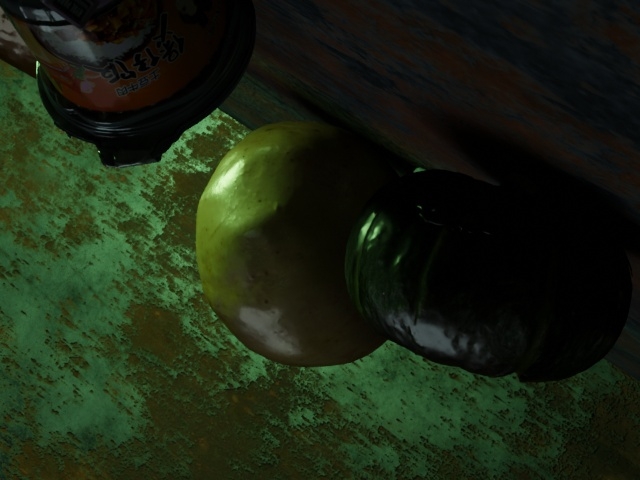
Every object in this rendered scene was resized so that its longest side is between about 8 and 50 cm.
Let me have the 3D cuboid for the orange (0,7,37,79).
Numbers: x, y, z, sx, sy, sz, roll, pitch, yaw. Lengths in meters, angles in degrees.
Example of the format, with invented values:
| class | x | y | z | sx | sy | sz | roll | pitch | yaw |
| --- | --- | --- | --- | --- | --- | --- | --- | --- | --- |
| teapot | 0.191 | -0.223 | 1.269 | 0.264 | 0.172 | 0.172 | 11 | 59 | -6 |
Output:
| class | x | y | z | sx | sy | sz | roll | pitch | yaw |
| --- | --- | --- | --- | --- | --- | --- | --- | --- | --- |
| orange | -0.300 | -0.283 | 0.914 | 0.262 | 0.196 | 0.334 | 48 | -166 | 21 |

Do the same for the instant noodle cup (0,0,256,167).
| class | x | y | z | sx | sy | sz | roll | pitch | yaw |
| --- | --- | --- | --- | --- | --- | --- | --- | --- | --- |
| instant noodle cup | -0.146 | -0.172 | 0.577 | 0.125 | 0.177 | 0.208 | 63 | -174 | -62 |

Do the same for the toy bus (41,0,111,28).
| class | x | y | z | sx | sy | sz | roll | pitch | yaw |
| --- | --- | --- | --- | --- | --- | --- | --- | --- | --- |
| toy bus | -0.179 | -0.212 | 0.454 | 0.198 | 0.108 | 0.096 | 34 | -178 | 8 |

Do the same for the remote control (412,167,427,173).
| class | x | y | z | sx | sy | sz | roll | pitch | yaw |
| --- | --- | --- | --- | --- | --- | --- | --- | --- | --- |
| remote control | 0.169 | -0.032 | 0.939 | 0.087 | 0.047 | 0.244 | 30 | -176 | -23 |

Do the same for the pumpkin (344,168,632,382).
| class | x | y | z | sx | sy | sz | roll | pitch | yaw |
| --- | --- | --- | --- | --- | --- | --- | --- | --- | --- |
| pumpkin | 0.134 | 0.021 | 0.679 | 0.237 | 0.159 | 0.238 | 13 | -178 | 0 |

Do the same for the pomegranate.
| class | x | y | z | sx | sy | sz | roll | pitch | yaw |
| --- | --- | --- | --- | --- | --- | --- | --- | --- | --- |
| pomegranate | 0.000 | 0.000 | 1.114 | 0.338 | 0.338 | 0.338 | 34 | -179 | -1 |
